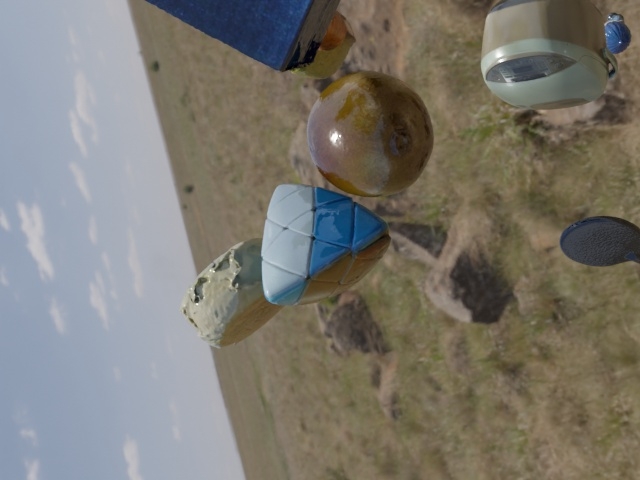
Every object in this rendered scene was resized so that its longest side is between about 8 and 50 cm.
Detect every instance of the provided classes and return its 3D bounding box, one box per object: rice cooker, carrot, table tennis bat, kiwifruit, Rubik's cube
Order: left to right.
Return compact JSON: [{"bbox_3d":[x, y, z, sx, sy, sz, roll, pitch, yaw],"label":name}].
[{"bbox_3d":[-0.026,-0.289,0.995,0.256,0.061,0.061,-7,-99,-69],"label":"carrot"},{"bbox_3d":[0.000,0.000,1.430,0.254,0.254,0.255,166,90,-82],"label":"Rubik's cube"},{"bbox_3d":[0.077,-0.161,1.209,0.234,0.195,0.196,-138,34,-65],"label":"kiwifruit"},{"bbox_3d":[0.281,-0.234,0.967,0.145,0.206,0.127,-3,88,37],"label":"rice cooker"},{"bbox_3d":[0.574,0.017,1.501,0.150,0.236,0.027,124,161,-53],"label":"table tennis bat"}]

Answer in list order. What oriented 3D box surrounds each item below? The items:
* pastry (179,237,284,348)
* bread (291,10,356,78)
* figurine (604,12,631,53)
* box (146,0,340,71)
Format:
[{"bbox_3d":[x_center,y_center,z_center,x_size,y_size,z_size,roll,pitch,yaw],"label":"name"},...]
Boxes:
[{"bbox_3d":[-0.160,0.104,1.574,0.133,0.264,0.265,48,165,12],"label":"pastry"},{"bbox_3d":[-0.058,-0.412,1.485,0.148,0.269,0.270,-63,26,21],"label":"bread"},{"bbox_3d":[0.638,-0.446,1.690,0.079,0.136,0.077,25,130,21],"label":"figurine"},{"bbox_3d":[-0.077,-0.352,0.767,0.279,0.261,0.116,-63,-8,24],"label":"box"}]
